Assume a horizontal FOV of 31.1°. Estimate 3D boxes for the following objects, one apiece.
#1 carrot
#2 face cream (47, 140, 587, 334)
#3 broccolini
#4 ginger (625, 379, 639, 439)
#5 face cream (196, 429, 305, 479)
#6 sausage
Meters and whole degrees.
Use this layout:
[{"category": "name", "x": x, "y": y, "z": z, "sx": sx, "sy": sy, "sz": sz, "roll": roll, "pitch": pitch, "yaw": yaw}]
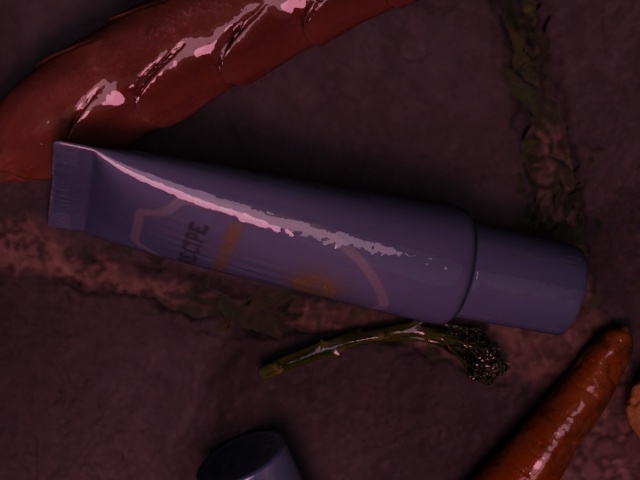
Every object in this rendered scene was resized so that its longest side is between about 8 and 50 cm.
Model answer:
[{"category": "carrot", "x": 0.179, "y": 0.153, "z": 0.902, "sx": 0.061, "sy": 0.061, "sz": 0.209, "roll": 34, "pitch": 96, "yaw": -12}, {"category": "face cream", "x": 0.000, "y": 0.000, "z": 0.822, "sx": 0.385, "sy": 0.135, "sz": 0.086, "roll": 11, "pitch": 65, "yaw": -10}, {"category": "broccolini", "x": 0.050, "y": 0.085, "z": 0.886, "sx": 0.194, "sy": 0.054, "sz": 0.052, "roll": 0, "pitch": 75, "yaw": 2}, {"category": "ginger", "x": 0.355, "y": 0.144, "z": 0.887, "sx": 0.216, "sy": 0.102, "sz": 0.157, "roll": -20, "pitch": 79, "yaw": 6}, {"category": "face cream", "x": -0.014, "y": 0.272, "z": 0.903, "sx": 0.077, "sy": 0.077, "sz": 0.250, "roll": -23, "pitch": 107, "yaw": 2}, {"category": "sausage", "x": -0.049, "y": -0.151, "z": 0.786, "sx": 0.433, "sy": 0.088, "sz": 0.088, "roll": -27, "pitch": 105, "yaw": 2}]
